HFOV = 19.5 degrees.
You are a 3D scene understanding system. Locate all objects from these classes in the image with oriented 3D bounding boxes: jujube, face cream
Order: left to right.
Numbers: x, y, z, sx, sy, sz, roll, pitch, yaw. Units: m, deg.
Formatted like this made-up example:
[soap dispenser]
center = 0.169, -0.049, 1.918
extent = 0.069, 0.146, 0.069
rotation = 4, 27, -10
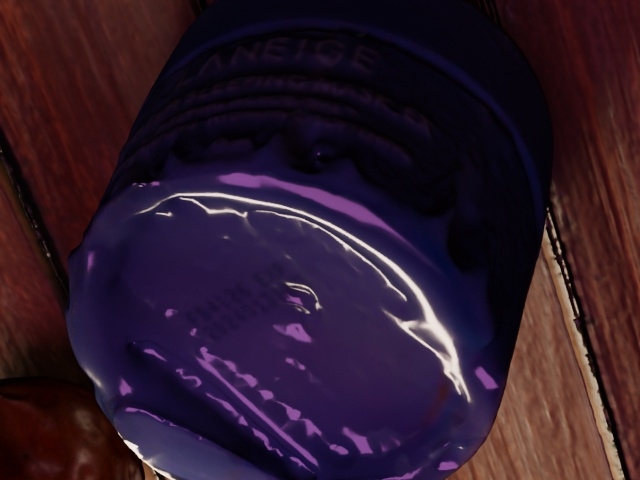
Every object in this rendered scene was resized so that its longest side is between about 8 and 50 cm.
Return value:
[jujube]
center = -0.203, 0.192, 1.293
extent = 0.168, 0.168, 0.236
rotation = 16, 145, 3
[face cream]
center = 0.000, 0.000, 1.053
extent = 0.249, 0.225, 0.249
rotation = 6, 127, 8
